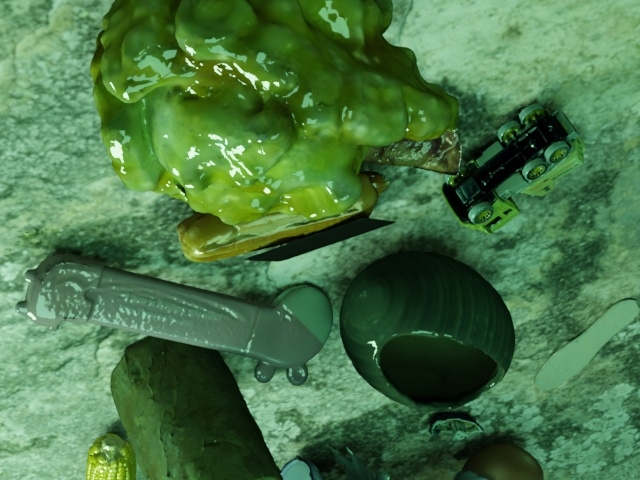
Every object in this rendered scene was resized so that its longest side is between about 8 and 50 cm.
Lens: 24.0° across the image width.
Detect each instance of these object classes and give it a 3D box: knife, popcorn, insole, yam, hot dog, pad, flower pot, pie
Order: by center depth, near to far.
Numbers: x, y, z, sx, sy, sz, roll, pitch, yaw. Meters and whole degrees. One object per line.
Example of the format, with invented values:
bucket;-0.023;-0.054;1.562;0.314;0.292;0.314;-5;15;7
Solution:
popcorn;-0.059;-0.142;1.431;0.279;0.274;0.335;-37;135;23
pie;0.086;-0.113;1.683;0.170;0.034;0.092;3;128;-13
hot dog;-0.041;-0.036;1.692;0.249;0.076;0.102;-15;170;-5
pad;0.000;0.000;1.728;0.157;0.003;0.112;-19;171;20
knife;-0.164;0.084;1.780;0.399;0.038;0.132;14;94;-29
yam;-0.149;0.247;1.818;0.161;0.268;0.161;-19;140;-16
flower pot;0.130;0.109;1.840;0.189;0.157;0.243;-40;132;20
insole;0.365;0.144;2.070;0.065;0.004;0.197;21;124;-35

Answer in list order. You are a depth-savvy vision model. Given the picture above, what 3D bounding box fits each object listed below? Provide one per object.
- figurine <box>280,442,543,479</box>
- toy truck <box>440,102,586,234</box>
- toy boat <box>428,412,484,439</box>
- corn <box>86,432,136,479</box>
figurine;0.115;0.416;2.117;0.388;0.248;0.276;15;131;-19
toy truck;0.232;-0.079;1.746;0.169;0.077;0.100;-40;147;17
toy boat;0.191;0.263;2.108;0.083;0.038;0.038;3;133;-21
corn;-0.275;0.326;1.984;0.067;0.067;0.206;-8;139;-12
